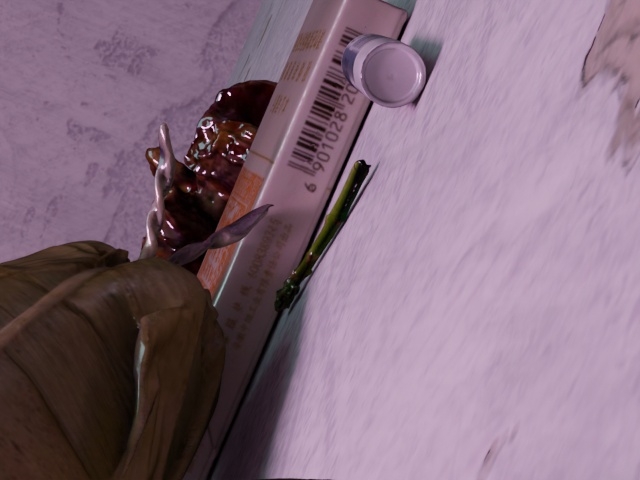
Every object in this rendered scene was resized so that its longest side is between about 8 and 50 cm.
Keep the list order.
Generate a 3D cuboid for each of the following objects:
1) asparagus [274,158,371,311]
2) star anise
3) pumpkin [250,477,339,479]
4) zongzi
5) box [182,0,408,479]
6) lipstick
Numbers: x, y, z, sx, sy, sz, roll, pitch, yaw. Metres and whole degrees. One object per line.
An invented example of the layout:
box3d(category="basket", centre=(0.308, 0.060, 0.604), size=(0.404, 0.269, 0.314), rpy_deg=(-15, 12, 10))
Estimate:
box3d(category="asparagus", centre=(0.000, 0.000, 1.183), size=(0.016, 0.013, 0.166), rpy_deg=(60, 145, 25))
box3d(category="star anise", centre=(-0.093, -0.037, 1.566), size=(0.220, 0.126, 0.190), rpy_deg=(-61, 13, 23))
box3d(category="pumpkin", centre=(-0.034, 0.157, 0.486), size=(0.131, 0.126, 0.248), rpy_deg=(-74, 9, -56))
box3d(category="zongzi", centre=(-0.110, 0.187, 1.056), size=(0.500, 0.467, 0.218), rpy_deg=(-27, -40, -40))
box3d(category="box", centre=(-0.044, -0.007, 1.366), size=(0.204, 0.051, 0.365), rpy_deg=(-144, 77, -80))
box3d(category="lipstick", centre=(0.037, -0.105, 1.139), size=(0.141, 0.040, 0.040), rpy_deg=(-119, 52, -80))
